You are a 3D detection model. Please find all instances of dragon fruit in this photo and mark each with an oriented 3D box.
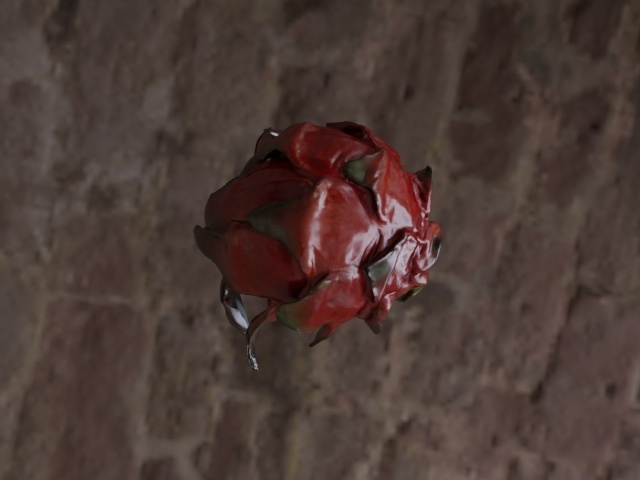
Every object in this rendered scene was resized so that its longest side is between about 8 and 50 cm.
[{"bbox_3d":[-0.001,-0.006,0.911,0.121,0.142,0.130,68,24,-15],"label":"dragon fruit"}]
